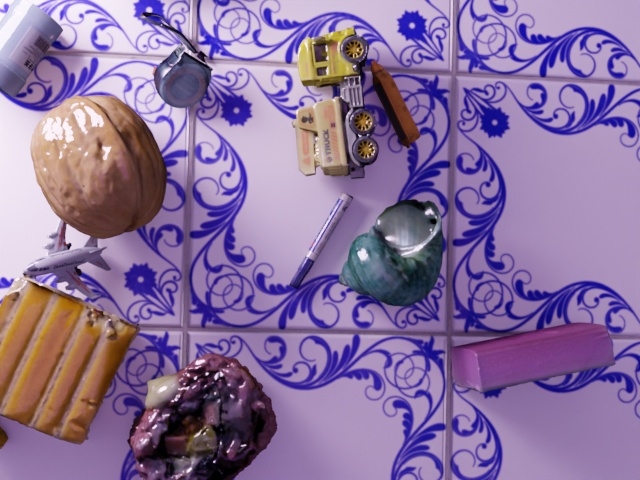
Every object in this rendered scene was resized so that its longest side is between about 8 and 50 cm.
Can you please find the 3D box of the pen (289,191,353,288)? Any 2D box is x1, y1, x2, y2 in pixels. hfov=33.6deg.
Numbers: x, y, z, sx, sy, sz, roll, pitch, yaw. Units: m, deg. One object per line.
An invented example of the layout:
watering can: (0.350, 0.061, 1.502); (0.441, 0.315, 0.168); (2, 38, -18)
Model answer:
pen: (0.000, 0.000, 1.982); (0.025, 0.025, 0.204); (32, 84, -5)

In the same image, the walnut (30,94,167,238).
walnut: (-0.384, -0.132, 1.843); (0.225, 0.225, 0.261); (-28, 86, -8)

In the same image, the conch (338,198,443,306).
conch: (0.130, 0.035, 1.949); (0.202, 0.134, 0.196); (-9, 48, -3)

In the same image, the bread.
bread: (-0.468, 0.205, 1.863); (0.239, 0.111, 0.246); (24, 81, -8)

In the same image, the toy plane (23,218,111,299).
toy plane: (-0.452, 0.035, 1.873); (0.171, 0.065, 0.162); (-18, 86, -40)

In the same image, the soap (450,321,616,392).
soap: (0.382, 0.212, 1.948); (0.259, 0.181, 0.081); (-9, 88, -7)

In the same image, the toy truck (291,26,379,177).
toy truck: (0.021, -0.246, 1.951); (0.157, 0.124, 0.272); (-6, 91, 2)

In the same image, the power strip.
power strip: (0.138, -0.259, 2.001); (0.028, 0.049, 0.178); (-27, 91, -14)

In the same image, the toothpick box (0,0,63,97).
toothpick box: (-0.542, -0.342, 1.884); (0.101, 0.101, 0.153); (35, 83, -5)

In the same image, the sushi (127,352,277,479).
sushi: (-0.216, 0.328, 1.863); (0.270, 0.171, 0.236); (-40, 93, -3)

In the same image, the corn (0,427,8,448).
corn: (-0.591, 0.330, 1.878); (0.037, 0.037, 0.092); (-43, 97, -8)

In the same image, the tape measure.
tape measure: (-0.279, -0.331, 1.955); (0.107, 0.104, 0.180); (-47, 59, 15)
